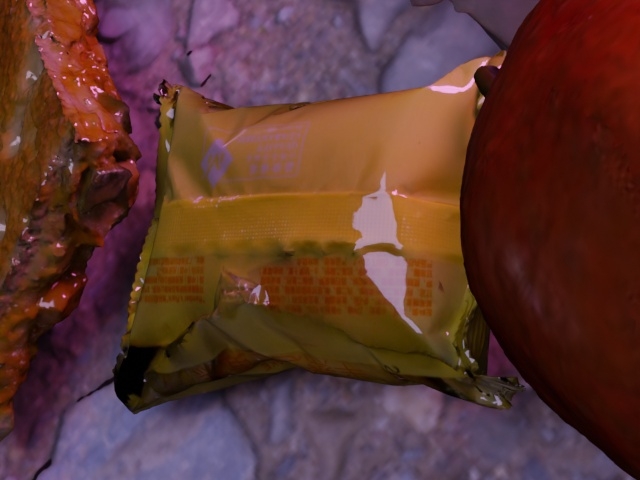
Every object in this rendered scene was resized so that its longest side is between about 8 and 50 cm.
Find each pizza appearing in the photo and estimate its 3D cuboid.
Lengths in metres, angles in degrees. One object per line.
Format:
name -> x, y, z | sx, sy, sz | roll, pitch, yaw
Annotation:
pizza -> -0.142, -0.033, 0.835 | 0.197, 0.058, 0.292 | -23, 60, 55

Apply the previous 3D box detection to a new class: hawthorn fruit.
hawthorn fruit -> 0.150, -0.015, 0.595 | 0.261, 0.224, 0.224 | 23, 88, 51

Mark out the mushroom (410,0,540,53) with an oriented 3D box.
mushroom -> 0.114, -0.241, 0.695 | 0.328, 0.159, 0.122 | -60, 32, 15

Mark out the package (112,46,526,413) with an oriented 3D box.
package -> 0.000, 0.000, 0.746 | 0.226, 0.090, 0.168 | -1, 77, 37
